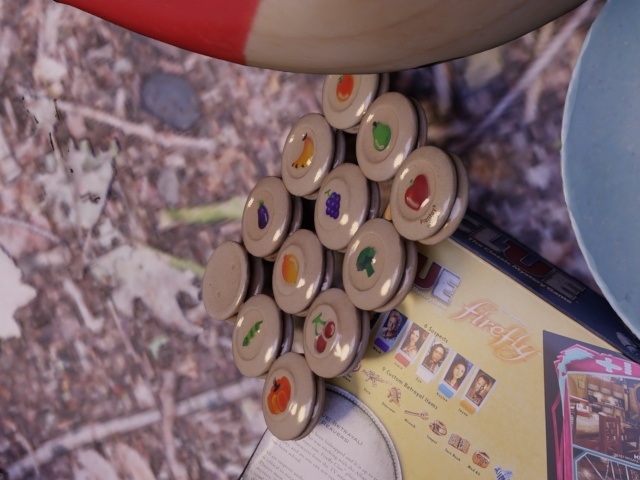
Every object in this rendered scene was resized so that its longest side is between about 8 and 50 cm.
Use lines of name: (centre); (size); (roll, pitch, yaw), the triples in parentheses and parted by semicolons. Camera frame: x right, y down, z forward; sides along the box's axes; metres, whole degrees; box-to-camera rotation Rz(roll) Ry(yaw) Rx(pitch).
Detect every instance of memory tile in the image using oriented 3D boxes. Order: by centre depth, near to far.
memory tile: (0.000, 0.000, 0.563); (0.148, 0.012, 0.113); (-57, 40, 27)

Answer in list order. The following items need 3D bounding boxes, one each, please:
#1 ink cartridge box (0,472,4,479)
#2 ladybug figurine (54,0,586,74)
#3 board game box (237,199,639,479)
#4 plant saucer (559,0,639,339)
ink cartridge box: (-0.263, 0.192, 0.701); (0.128, 0.127, 0.176); (21, 107, 22)
ladybug figurine: (-0.088, -0.202, 0.448); (0.449, 0.162, 0.305); (31, 149, 5)
board game box: (0.096, 0.111, 0.550); (0.243, 0.042, 0.165); (36, 113, 18)
plant saucer: (0.184, -0.032, 0.484); (0.195, 0.037, 0.194); (5, 102, 27)
